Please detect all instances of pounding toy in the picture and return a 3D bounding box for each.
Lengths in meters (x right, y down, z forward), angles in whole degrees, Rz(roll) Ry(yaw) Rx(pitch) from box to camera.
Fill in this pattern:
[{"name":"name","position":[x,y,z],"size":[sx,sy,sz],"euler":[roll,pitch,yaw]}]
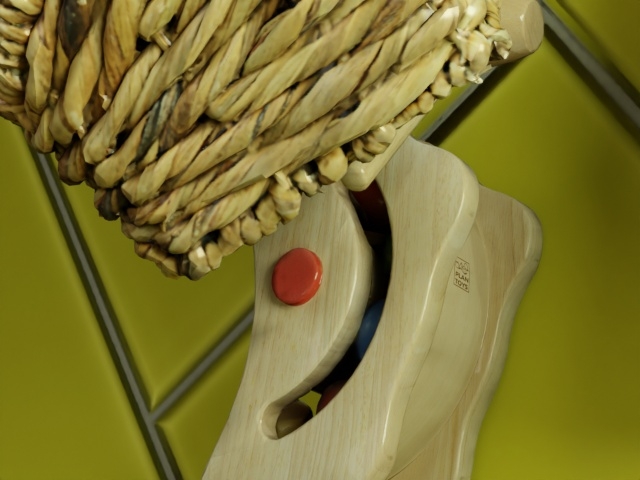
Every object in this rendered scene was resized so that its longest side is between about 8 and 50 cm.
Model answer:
[{"name":"pounding toy","position":[0.000,0.000,0.627],"size":[0.154,0.155,0.270],"euler":[11,79,41]}]

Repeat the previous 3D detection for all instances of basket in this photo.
[{"name":"basket","position":[-0.065,-0.153,0.593],"size":[0.213,0.223,0.299],"euler":[-35,22,21]}]
